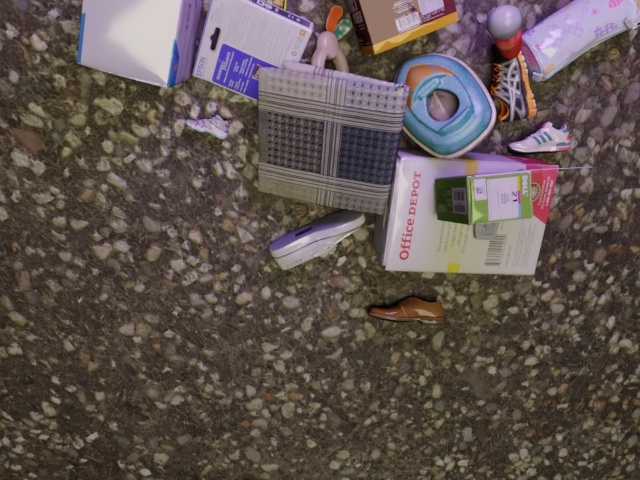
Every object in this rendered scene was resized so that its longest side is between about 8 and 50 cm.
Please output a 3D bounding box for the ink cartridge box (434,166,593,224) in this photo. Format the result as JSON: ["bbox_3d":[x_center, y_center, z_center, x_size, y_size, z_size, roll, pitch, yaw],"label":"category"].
[{"bbox_3d":[0.391,-0.096,1.026,0.255,0.189,0.097,-6,96,-5],"label":"ink cartridge box"}]

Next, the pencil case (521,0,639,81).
[{"bbox_3d":[0.580,-0.472,1.118,0.273,0.113,0.124,-29,89,6],"label":"pencil case"}]

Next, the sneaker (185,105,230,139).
[{"bbox_3d":[-0.256,-0.281,1.146,0.098,0.038,0.069,15,108,-22],"label":"sneaker"}]

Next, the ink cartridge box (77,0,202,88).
[{"bbox_3d":[-0.344,-0.414,0.978,0.168,0.232,0.171,13,110,-9],"label":"ink cartridge box"}]

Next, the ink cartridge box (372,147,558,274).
[{"bbox_3d":[0.339,-0.074,1.222,0.385,0.160,0.279,3,110,-8],"label":"ink cartridge box"}]

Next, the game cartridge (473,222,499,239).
[{"bbox_3d":[0.384,-0.042,1.144,0.056,0.017,0.083,2,109,-11],"label":"game cartridge"}]

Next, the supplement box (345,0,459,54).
[{"bbox_3d":[0.157,-0.522,1.044,0.191,0.129,0.194,-22,112,1],"label":"supplement box"}]

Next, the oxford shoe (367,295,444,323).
[{"bbox_3d":[0.235,0.192,1.376,0.212,0.076,0.076,2,81,-4],"label":"oxford shoe"}]

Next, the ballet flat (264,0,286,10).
[{"bbox_3d":[-0.106,-0.506,1.051,0.077,0.077,0.231,8,110,-8],"label":"ballet flat"}]

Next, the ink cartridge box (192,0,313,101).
[{"bbox_3d":[-0.149,-0.407,1.060,0.208,0.045,0.206,18,135,-15],"label":"ink cartridge box"}]

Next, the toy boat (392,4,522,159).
[{"bbox_3d":[0.298,-0.350,1.064,0.318,0.148,0.267,-43,66,15],"label":"toy boat"}]

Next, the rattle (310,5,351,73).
[{"bbox_3d":[-0.007,-0.409,1.126,0.130,0.143,0.199,-10,98,-37],"label":"rattle"}]

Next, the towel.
[{"bbox_3d":[0.012,-0.221,1.100,0.324,0.056,0.312,12,126,8],"label":"towel"}]

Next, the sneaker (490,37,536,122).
[{"bbox_3d":[0.437,-0.374,1.162,0.083,0.084,0.214,-22,111,13],"label":"sneaker"}]

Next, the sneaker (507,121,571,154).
[{"bbox_3d":[0.544,-0.256,1.239,0.161,0.057,0.075,-4,95,-3],"label":"sneaker"}]

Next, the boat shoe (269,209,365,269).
[{"bbox_3d":[0.000,0.000,1.261,0.258,0.095,0.084,-20,116,13],"label":"boat shoe"}]
